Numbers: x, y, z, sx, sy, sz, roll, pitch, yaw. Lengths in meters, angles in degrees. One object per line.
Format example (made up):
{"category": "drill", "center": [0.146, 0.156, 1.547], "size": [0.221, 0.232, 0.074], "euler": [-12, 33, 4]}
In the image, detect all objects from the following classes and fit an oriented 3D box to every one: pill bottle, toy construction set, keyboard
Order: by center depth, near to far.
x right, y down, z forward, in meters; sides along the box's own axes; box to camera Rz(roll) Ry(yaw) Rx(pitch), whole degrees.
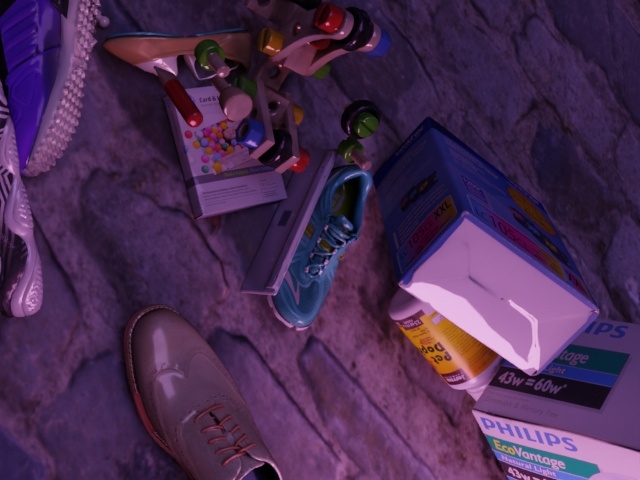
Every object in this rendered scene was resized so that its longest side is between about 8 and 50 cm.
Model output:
{"category": "toy construction set", "center": [-0.083, -0.250, 1.316], "size": [0.309, 0.257, 0.237], "euler": [-8, 40, -29]}
{"category": "keyboard", "center": [-0.045, -0.032, 1.394], "size": [0.014, 0.072, 0.256], "euler": [41, 61, -36]}
{"category": "pill bottle", "center": [0.213, 0.152, 1.475], "size": [0.215, 0.117, 0.117], "euler": [49, 61, -12]}

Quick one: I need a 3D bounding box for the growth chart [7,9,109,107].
{"category": "growth chart", "center": [-0.399, -0.274, 1.269], "size": [0.172, 0.021, 0.237], "euler": [35, 64, -18]}

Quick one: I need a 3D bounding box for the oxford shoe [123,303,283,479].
{"category": "oxford shoe", "center": [-0.128, 0.259, 1.238], "size": [0.140, 0.146, 0.397], "euler": [-31, 95, -31]}

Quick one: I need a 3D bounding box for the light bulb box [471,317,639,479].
{"category": "light bulb box", "center": [0.477, 0.323, 1.398], "size": [0.225, 0.358, 0.361], "euler": [-49, 125, -29]}

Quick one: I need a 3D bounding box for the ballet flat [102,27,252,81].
{"category": "ballet flat", "center": [-0.197, -0.267, 1.353], "size": [0.232, 0.080, 0.073], "euler": [-10, 96, -31]}

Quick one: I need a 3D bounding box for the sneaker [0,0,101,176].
{"category": "sneaker", "center": [-0.382, -0.231, 1.207], "size": [0.146, 0.102, 0.293], "euler": [11, 85, 0]}

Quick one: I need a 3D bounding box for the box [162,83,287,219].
{"category": "box", "center": [-0.139, -0.135, 1.380], "size": [0.145, 0.038, 0.186], "euler": [-12, 85, -32]}

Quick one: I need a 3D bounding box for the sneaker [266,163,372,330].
{"category": "sneaker", "center": [0.000, 0.000, 1.390], "size": [0.107, 0.110, 0.275], "euler": [29, 67, -22]}

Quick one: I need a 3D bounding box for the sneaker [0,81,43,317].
{"category": "sneaker", "center": [-0.458, -0.065, 1.081], "size": [0.210, 0.137, 0.365], "euler": [-15, 107, -24]}

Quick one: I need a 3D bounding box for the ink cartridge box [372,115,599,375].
{"category": "ink cartridge box", "center": [0.232, -0.018, 1.427], "size": [0.270, 0.151, 0.395], "euler": [34, 21, -20]}
